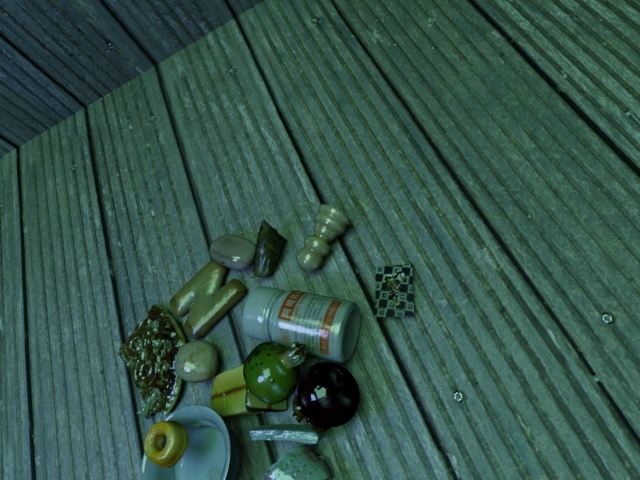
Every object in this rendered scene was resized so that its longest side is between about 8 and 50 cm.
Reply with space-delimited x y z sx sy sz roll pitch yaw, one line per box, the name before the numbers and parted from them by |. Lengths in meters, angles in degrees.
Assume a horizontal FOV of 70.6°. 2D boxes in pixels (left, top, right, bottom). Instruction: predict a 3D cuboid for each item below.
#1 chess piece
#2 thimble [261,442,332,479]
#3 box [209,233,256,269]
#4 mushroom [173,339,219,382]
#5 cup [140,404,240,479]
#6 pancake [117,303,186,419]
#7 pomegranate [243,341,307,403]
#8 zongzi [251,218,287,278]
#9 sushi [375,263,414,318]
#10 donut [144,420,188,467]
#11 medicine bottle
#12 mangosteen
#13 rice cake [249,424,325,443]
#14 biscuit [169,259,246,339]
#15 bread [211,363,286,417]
chess piece | 0.000 0.000 1.733 0.142 0.142 0.261 27 85 27
thimble | -0.072 0.739 1.393 0.211 0.185 0.149 -30 56 -34
box | -0.351 0.045 1.833 0.200 0.088 0.146 19 45 23
mushroom | -0.460 0.453 1.679 0.166 0.166 0.127 43 129 30
cup | -0.405 0.741 1.500 0.347 0.163 0.347 -13 55 20
pancake | -0.644 0.480 1.786 0.304 0.067 0.427 -39 61 8
pomegranate | -0.138 0.409 1.452 0.248 0.202 0.202 -40 58 21
zongzi | -0.220 0.043 1.737 0.094 0.204 0.205 17 74 15
sushi | 0.263 0.185 1.602 0.139 0.031 0.201 -5 62 18
donut | -0.507 0.656 1.468 0.151 0.058 0.152 -15 54 21
medicine bottle | -0.065 0.282 1.570 0.371 0.211 0.211 9 70 22
mangosteen | 0.003 0.511 1.457 0.250 0.211 0.211 -45 58 21
rice cake | -0.106 0.631 1.480 0.236 0.127 0.043 -5 76 15
biscuit | -0.460 0.229 1.822 0.290 0.062 0.237 -43 60 -4
bread | -0.261 0.543 1.623 0.264 0.163 0.168 -30 55 42
